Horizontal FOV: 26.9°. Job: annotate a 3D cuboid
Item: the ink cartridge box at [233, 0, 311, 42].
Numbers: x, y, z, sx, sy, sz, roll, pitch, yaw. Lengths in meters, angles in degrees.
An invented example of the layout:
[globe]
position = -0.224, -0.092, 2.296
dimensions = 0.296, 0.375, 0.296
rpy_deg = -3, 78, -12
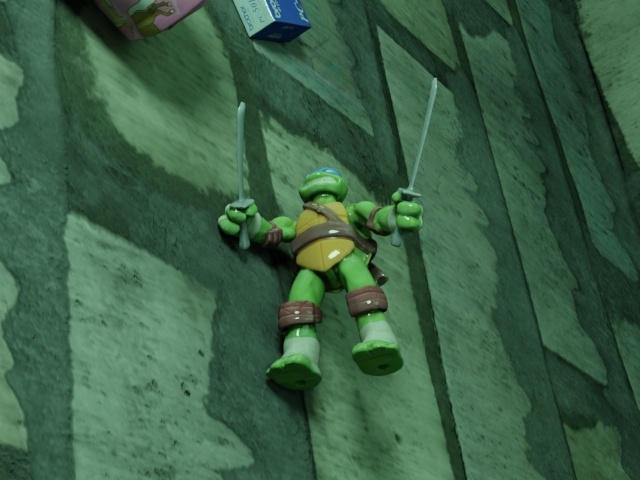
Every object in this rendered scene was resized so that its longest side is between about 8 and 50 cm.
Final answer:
[ink cartridge box]
position = -0.091, -0.359, 1.731
dimensions = 0.097, 0.046, 0.207
rpy_deg = -6, 70, -60

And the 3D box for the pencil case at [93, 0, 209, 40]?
[pencil case]
position = -0.252, -0.382, 1.344
dimensions = 0.386, 0.160, 0.167
rpy_deg = 47, 2, -25

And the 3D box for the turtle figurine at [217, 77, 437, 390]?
[turtle figurine]
position = 0.000, 0.000, 1.388
dimensions = 0.198, 0.274, 0.266
rpy_deg = 6, 57, -19
